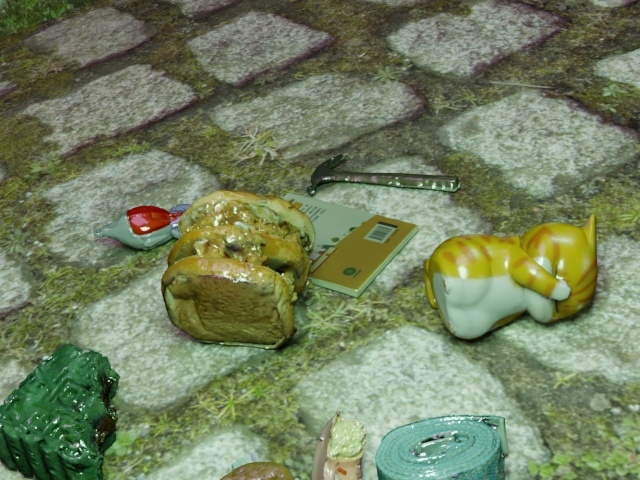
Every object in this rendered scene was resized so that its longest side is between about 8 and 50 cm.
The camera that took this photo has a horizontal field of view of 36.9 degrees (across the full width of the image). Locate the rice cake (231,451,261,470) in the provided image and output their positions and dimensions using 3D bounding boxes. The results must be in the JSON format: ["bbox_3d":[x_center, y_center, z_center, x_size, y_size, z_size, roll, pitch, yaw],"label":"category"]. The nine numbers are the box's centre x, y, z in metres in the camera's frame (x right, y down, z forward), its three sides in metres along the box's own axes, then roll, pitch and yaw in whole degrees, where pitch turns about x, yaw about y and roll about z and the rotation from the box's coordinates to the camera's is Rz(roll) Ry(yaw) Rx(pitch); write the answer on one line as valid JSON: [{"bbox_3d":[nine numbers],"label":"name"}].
[{"bbox_3d":[-0.060,0.360,1.256,0.043,0.034,0.211,-27,38,-13],"label":"rice cake"}]

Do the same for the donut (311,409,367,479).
[{"bbox_3d":[0.029,0.316,1.236,0.065,0.117,0.166,12,43,-15],"label":"donut"}]

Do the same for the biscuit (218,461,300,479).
[{"bbox_3d":[-0.134,0.467,1.101,0.283,0.064,0.432,-13,44,-1],"label":"biscuit"}]

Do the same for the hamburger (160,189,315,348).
[{"bbox_3d":[-0.125,0.056,1.539,0.245,0.261,0.211,-40,35,42],"label":"hamburger"}]

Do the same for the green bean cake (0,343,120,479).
[{"bbox_3d":[-0.363,0.256,1.425,0.194,0.107,0.208,9,39,28],"label":"green bean cake"}]

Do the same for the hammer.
[{"bbox_3d":[0.123,-0.118,1.858,0.297,0.027,0.125,6,44,23],"label":"hammer"}]

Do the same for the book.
[{"bbox_3d":[0.000,0.000,1.738,0.296,0.020,0.208,16,44,33],"label":"book"}]

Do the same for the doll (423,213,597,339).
[{"bbox_3d":[0.293,0.057,1.464,0.270,0.166,0.162,-3,39,7],"label":"doll"}]

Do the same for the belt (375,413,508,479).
[{"bbox_3d":[0.156,0.295,1.243,0.163,0.082,0.147,-3,26,18],"label":"belt"}]

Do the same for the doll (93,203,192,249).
[{"bbox_3d":[-0.316,-0.029,1.821,0.228,0.075,0.102,-10,45,-13],"label":"doll"}]
